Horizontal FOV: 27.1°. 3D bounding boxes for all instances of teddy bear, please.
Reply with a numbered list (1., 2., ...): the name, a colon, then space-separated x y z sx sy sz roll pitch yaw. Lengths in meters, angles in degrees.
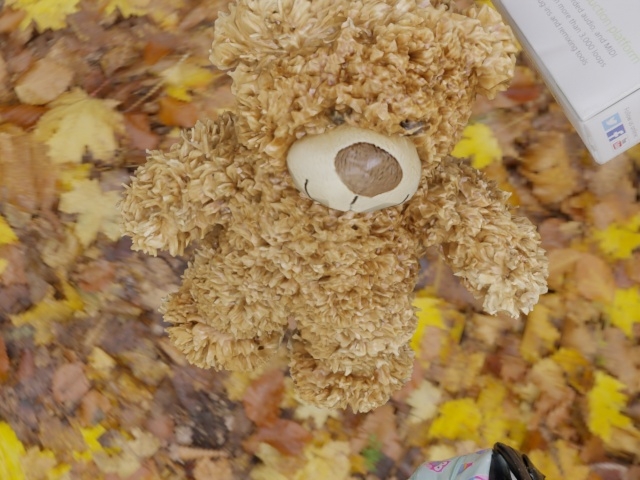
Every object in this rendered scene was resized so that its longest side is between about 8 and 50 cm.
1. teddy bear: 0.000 0.000 0.775 0.245 0.338 0.113 35 49 -8

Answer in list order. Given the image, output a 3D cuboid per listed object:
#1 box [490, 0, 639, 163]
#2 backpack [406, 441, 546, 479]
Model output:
1. box: 0.232 -0.218 0.736 0.322 0.232 0.058 -31 148 6
2. backpack: 0.101 0.217 0.828 0.115 0.182 0.152 -17 142 18
